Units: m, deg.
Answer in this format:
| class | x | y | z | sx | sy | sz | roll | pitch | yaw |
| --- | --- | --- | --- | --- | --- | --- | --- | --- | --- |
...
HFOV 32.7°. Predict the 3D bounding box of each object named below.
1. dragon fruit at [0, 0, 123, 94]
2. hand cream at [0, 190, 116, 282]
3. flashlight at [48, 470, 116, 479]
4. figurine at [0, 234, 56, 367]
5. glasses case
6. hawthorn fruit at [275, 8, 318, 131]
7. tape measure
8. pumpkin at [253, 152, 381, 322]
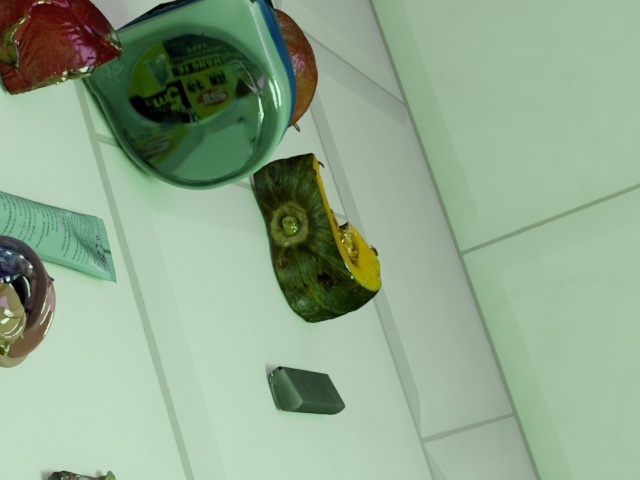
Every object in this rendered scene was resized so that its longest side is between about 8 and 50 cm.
| class | x | y | z | sx | sy | sz | roll | pitch | yaw |
| --- | --- | --- | --- | --- | --- | --- | --- | --- | --- |
| dragon fruit | -0.332 | -0.262 | 1.308 | 0.120 | 0.127 | 0.161 | -77 | 143 | -73 |
| hand cream | -0.309 | -0.014 | 1.178 | 0.331 | 0.058 | 0.085 | 20 | 49 | -67 |
| flashlight | -0.236 | 0.253 | 1.120 | 0.110 | 0.031 | 0.052 | 38 | 35 | -57 |
| figurine | -0.308 | 0.067 | 0.992 | 0.126 | 0.114 | 0.157 | 45 | 9 | -16 |
| glasses case | -0.021 | 0.241 | 1.739 | 0.190 | 0.042 | 0.072 | 24 | 40 | -65 |
| hawthorn fruit | -0.097 | -0.269 | 1.880 | 0.262 | 0.210 | 0.210 | 65 | 12 | -59 |
| tape measure | -0.169 | -0.204 | 1.500 | 0.138 | 0.259 | 0.262 | -54 | 125 | -68 |
| pumpkin | 0.001 | 0.000 | 1.928 | 0.190 | 0.139 | 0.280 | 18 | 55 | -62 |
